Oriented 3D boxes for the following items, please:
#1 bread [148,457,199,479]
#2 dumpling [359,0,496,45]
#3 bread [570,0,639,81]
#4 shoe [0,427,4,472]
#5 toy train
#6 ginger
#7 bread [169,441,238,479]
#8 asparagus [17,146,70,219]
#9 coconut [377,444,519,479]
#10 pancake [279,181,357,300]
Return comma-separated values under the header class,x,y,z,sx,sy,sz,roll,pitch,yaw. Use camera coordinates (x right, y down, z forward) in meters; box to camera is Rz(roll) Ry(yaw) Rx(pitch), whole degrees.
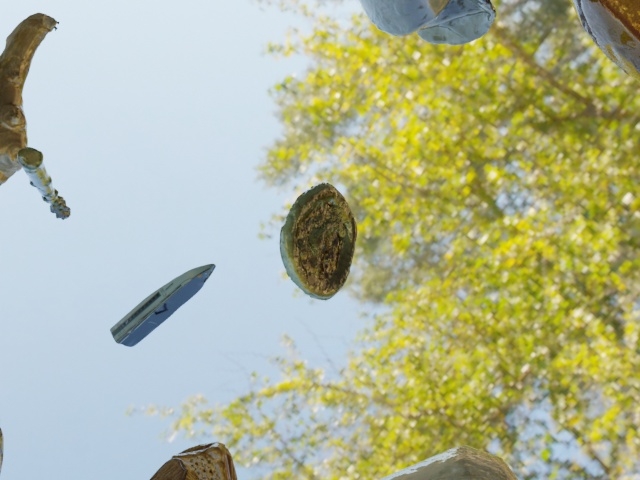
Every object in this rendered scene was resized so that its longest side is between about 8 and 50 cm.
class,x,y,z,sx,sy,sz,roll,pitch,yaw
bread,-0.225,0.383,1.467,0.053,0.085,0.085,57,-164,-28
dumpling,0.137,-0.368,1.336,0.243,0.175,0.227,4,-157,-40
bread,0.470,-0.325,1.394,0.269,0.143,0.195,27,-156,-38
shoe,-0.563,0.314,1.520,0.092,0.180,0.089,-1,-135,-7
toy train,-0.307,0.115,1.877,0.048,0.252,0.055,56,-169,29
ginger,-0.471,-0.184,1.410,0.081,0.334,0.148,16,170,-35
bread,-0.219,0.547,1.920,0.077,0.139,0.271,-49,-57,-80
asparagus,-0.274,-0.053,0.953,0.024,0.248,0.025,-12,-98,-11
coconut,0.196,0.489,1.501,0.328,0.329,0.329,26,-152,-15
pancake,0.001,-0.001,0.836,0.017,0.108,0.108,2,-173,35
